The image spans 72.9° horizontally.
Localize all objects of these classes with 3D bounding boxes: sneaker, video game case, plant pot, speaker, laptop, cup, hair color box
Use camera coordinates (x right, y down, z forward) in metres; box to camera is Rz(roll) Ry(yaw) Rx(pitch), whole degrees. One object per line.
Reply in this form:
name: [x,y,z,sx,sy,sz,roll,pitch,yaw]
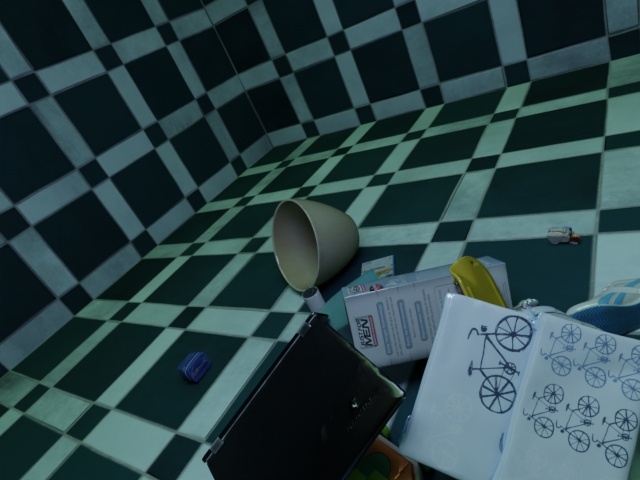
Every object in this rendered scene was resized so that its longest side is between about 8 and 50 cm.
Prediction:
sneaker: [0.648,0.145,0.955,0.228,0.088,0.092,-16,20,4]
sneaker: [0.490,0.195,0.853,0.257,0.094,0.091,11,18,-19]
video game case: [0.195,0.115,1.480,0.119,0.015,0.166,-16,28,18]
plant pot: [0.100,0.229,1.204,0.234,0.166,0.166,-30,26,4]
speaker: [-0.006,0.211,1.350,0.055,0.136,0.055,-21,28,11]
sneaker: [0.496,0.186,1.062,0.098,0.038,0.069,-29,26,16]
laptop: [-0.035,0.377,0.935,0.382,0.236,0.408,-52,-11,-4]
cup: [0.000,0.000,1.585,0.236,0.332,0.331,-11,16,-33]
hair color box: [0.252,0.171,1.034,0.373,0.186,0.113,-12,7,1]

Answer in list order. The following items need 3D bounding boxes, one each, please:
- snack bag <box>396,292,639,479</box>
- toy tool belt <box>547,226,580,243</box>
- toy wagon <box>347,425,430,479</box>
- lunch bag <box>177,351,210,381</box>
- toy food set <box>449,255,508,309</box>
snack bag: [0.332,0.271,0.729,0.342,0.037,0.324,17,82,22]
toy tool belt: [0.696,-0.022,1.237,0.083,0.052,0.051,0,45,41]
toy wagon: [0.098,0.494,0.824,0.267,0.068,0.344,-40,29,-24]
lunch bag: [-0.409,0.413,1.425,0.065,0.067,0.098,-7,31,33]
toy food set: [0.330,0.144,0.914,0.128,0.218,0.071,-3,-26,-41]
